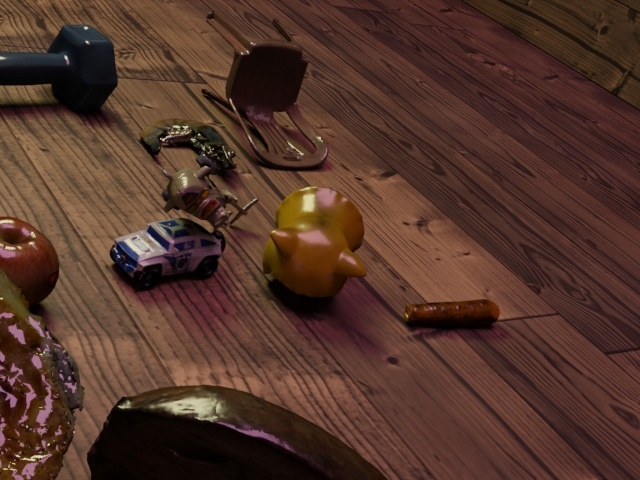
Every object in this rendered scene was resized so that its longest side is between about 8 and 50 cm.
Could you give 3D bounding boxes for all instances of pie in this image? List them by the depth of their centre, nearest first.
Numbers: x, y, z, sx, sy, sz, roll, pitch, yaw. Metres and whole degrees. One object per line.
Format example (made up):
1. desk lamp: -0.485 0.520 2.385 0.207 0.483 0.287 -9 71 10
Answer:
1. pie: -0.368 0.148 0.879 0.288 0.103 0.355 40 47 -18

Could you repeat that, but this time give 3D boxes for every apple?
1. apple: -0.389 0.031 1.229 0.126 0.102 0.126 20 27 -11

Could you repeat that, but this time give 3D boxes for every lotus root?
1. lotus root: -0.061 0.225 1.013 0.314 0.210 0.142 31 38 -5

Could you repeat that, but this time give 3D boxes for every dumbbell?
1. dumbbell: -0.512 -0.298 1.726 0.143 0.157 0.316 2 9 44

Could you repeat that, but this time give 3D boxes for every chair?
1. chair: -0.101 -0.294 1.939 0.175 0.183 0.326 -2 33 -35

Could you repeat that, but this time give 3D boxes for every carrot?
1. carrot: 0.201 0.111 1.533 0.170 0.042 0.042 1 32 -27

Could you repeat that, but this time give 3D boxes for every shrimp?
1. shrimp: -0.236 -0.170 1.773 0.150 0.051 0.217 -7 29 -36

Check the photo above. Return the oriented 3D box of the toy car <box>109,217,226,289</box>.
1. toy car: -0.209 0.012 1.416 0.170 0.070 0.080 -10 38 -43

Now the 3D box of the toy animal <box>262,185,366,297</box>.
1. toy animal: -0.005 -0.001 1.502 0.156 0.156 0.230 17 23 -4

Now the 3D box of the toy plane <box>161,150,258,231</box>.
1. toy plane: -0.159 -0.062 1.464 0.108 0.092 0.286 46 6 4
